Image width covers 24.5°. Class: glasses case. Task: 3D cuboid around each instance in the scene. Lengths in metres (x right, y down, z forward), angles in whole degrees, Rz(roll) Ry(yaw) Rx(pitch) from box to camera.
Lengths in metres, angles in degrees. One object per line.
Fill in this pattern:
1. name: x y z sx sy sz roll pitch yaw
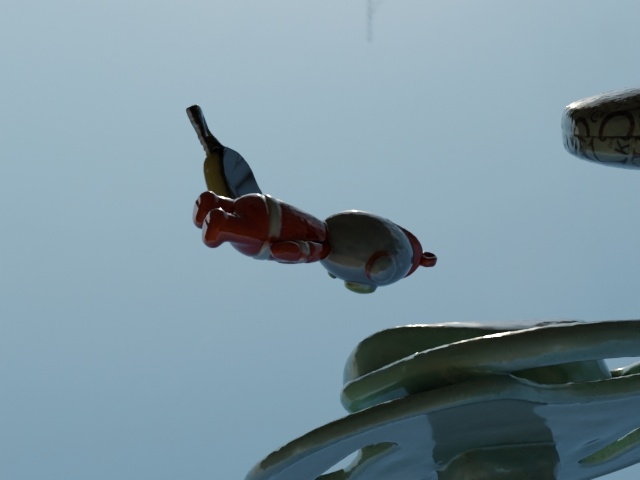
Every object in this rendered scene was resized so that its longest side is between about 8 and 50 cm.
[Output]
1. glasses case: 0.397 -0.107 1.336 0.354 0.085 0.137 -4 -171 -2

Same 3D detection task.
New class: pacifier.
1. pacifier: 0.133 0.173 0.935 0.288 0.343 0.269 -49 -129 52

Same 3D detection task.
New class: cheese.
1. cheese: -0.123 -0.091 1.803 0.036 0.162 0.086 -20 -171 27

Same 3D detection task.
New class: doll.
1. doll: 0.000 0.000 1.424 0.142 0.245 0.076 -126 -128 -64
